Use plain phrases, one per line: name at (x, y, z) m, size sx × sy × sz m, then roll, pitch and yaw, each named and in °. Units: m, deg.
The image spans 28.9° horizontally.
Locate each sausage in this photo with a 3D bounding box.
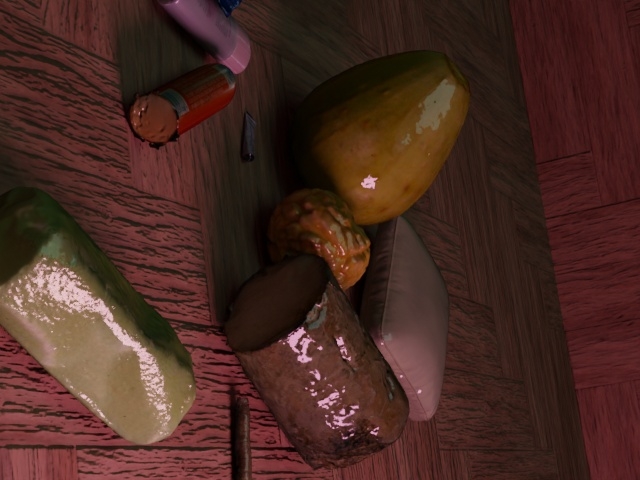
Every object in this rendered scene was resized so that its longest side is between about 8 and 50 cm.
sausage at (-0.177, -0.196, 1.726) m, size 0.264 × 0.083 × 0.083 m, roll -46°, pitch 120°, yaw -64°

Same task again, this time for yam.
yam at (-0.006, 0.181, 1.776) m, size 0.300 × 0.195 × 0.195 m, roll 60°, pitch 29°, yaw -32°
yam at (-0.104, 0.280, 1.699) m, size 0.033 × 0.027 × 0.130 m, roll 12°, pitch 65°, yaw -30°

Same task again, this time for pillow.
pillow at (0.156, 0.139, 2.240) m, size 0.255 × 0.119 × 0.322 m, roll 58°, pitch 30°, yaw -36°

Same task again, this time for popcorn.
popcorn at (0.000, 0.000, 1.922) m, size 0.170 × 0.180 × 0.180 m, roll 128°, pitch -38°, yaw -63°

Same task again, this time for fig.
fig at (0.107, -0.179, 2.063) m, size 0.258 × 0.326 × 0.258 m, roll 52°, pitch 3°, yaw -4°

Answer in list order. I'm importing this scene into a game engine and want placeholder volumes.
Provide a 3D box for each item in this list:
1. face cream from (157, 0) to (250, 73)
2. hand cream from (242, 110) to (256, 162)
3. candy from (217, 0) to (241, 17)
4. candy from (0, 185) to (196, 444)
face cream at (-0.171, -0.325, 1.833) m, size 0.198 × 0.057 × 0.084 m, roll 42°, pitch 38°, yaw -55°
hand cream at (-0.112, -0.158, 1.932) m, size 0.030 × 0.019 × 0.093 m, roll 50°, pitch 28°, yaw -43°
candy at (-0.143, -0.446, 1.915) m, size 0.187 × 0.077 × 0.331 m, roll 62°, pitch 15°, yaw -9°
candy at (-0.257, 0.086, 1.356) m, size 0.142 × 0.132 × 0.343 m, roll 39°, pitch -12°, yaw 46°
